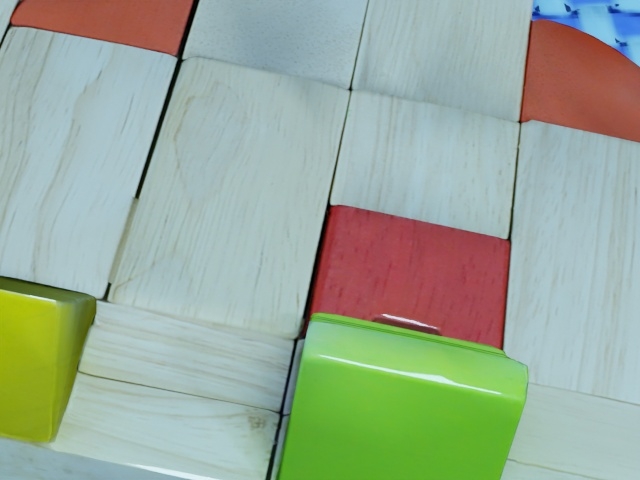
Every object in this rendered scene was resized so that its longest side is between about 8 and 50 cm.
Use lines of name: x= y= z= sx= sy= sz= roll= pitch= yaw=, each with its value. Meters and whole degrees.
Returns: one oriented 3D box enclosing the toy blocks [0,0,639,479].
toy blocks: x=0.000 y=0.000 z=0.548 sx=0.381 sy=0.191 sz=0.261 roll=12 pitch=45 yaw=0
